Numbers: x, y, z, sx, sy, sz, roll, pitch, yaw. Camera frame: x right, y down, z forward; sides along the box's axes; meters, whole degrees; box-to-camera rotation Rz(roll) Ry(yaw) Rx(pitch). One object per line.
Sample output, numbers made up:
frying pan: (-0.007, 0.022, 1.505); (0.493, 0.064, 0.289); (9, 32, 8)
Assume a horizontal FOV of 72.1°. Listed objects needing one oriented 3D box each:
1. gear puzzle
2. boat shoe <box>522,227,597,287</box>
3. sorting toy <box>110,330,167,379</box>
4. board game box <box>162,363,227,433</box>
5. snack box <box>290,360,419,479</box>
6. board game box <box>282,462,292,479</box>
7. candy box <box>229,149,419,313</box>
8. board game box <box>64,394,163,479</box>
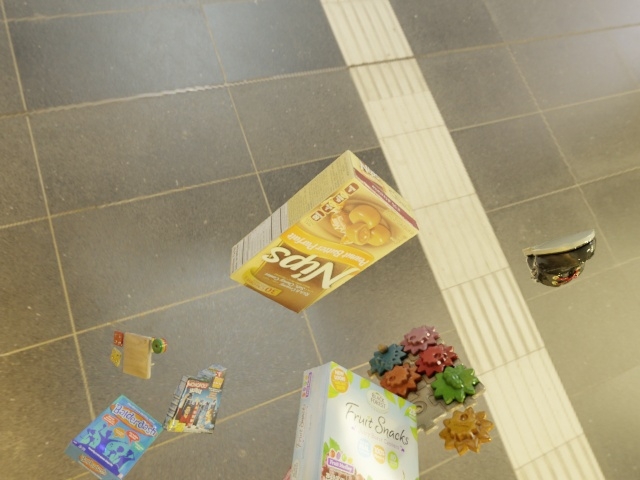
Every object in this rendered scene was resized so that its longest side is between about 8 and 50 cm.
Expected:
gear puzzle: (0.192, 0.263, 0.808); (0.176, 0.339, 0.044); (-31, 110, -1)
boat shoe: (0.208, 0.017, 0.379); (0.049, 0.133, 0.042); (-21, 80, 13)
sorting toy: (-0.592, 0.372, 1.443); (0.046, 0.275, 0.132); (5, 87, -56)
board game box: (-0.358, 0.453, 1.283); (0.060, 0.194, 0.194); (8, 70, 30)
snack box: (0.059, 0.305, 0.662); (0.207, 0.070, 0.174); (36, 42, -28)
board game box: (-0.010, 0.431, 0.694); (0.145, 0.027, 0.281); (54, 25, 1)
candy box: (0.000, 0.000, 0.827); (0.183, 0.316, 0.087); (35, 31, -32)
board game box: (-0.547, 0.536, 1.190); (0.160, 0.210, 0.047); (37, 107, 0)
